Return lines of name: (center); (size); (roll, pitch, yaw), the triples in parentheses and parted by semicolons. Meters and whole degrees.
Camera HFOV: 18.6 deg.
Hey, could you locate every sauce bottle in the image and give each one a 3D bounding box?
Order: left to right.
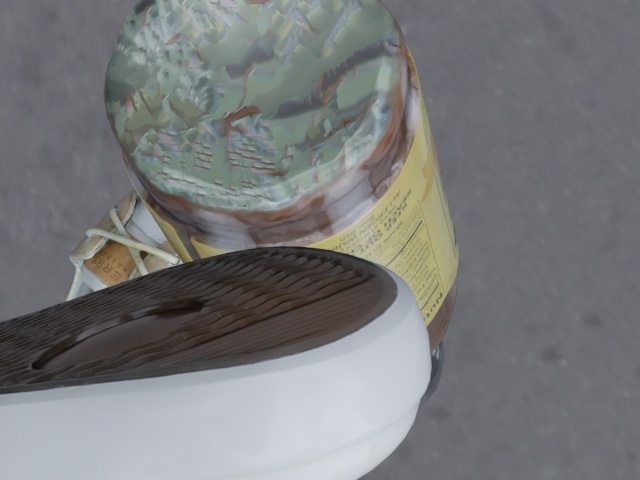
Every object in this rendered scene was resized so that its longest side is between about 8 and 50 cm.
sauce bottle: (0.000, 0.000, 0.811); (0.111, 0.111, 0.344); (-25, 160, -2)

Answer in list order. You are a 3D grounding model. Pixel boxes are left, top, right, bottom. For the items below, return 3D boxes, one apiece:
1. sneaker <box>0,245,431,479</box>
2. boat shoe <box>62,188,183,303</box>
sneaker: (-0.059, 0.079, 0.534); (0.106, 0.290, 0.123); (-26, 96, -37)
boat shoe: (-0.088, 0.025, 1.159); (0.103, 0.113, 0.302); (6, 111, -45)
